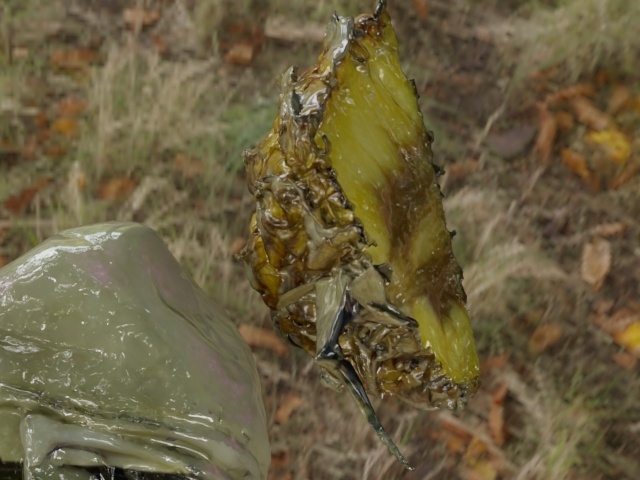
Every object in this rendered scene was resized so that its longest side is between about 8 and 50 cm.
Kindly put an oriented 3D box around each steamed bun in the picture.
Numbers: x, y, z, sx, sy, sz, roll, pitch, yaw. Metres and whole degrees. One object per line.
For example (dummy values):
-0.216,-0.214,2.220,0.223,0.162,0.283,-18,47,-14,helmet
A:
-0.169,0.164,1.210,0.275,0.320,0.206,-5,38,-12,steamed bun

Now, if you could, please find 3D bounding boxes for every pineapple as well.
-0.003,-0.001,1.214,0.161,0.158,0.335,-16,86,27,pineapple
